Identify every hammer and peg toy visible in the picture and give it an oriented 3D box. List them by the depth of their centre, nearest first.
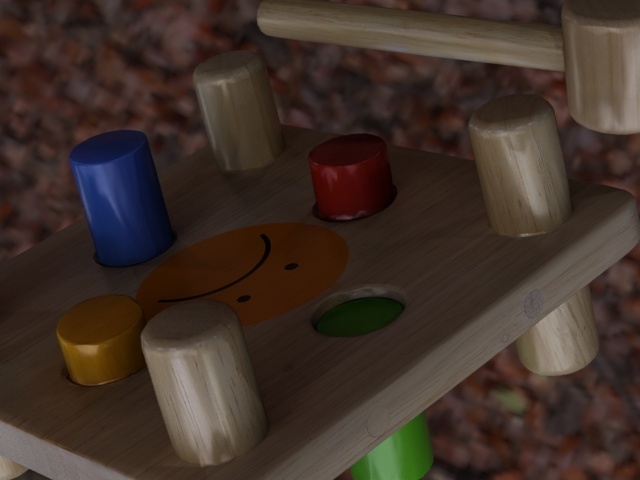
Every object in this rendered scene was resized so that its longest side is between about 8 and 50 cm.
[{"bbox_3d":[0.000,0.000,0.803,0.266,0.361,0.127,14,127,44],"label":"hammer and peg toy"}]
